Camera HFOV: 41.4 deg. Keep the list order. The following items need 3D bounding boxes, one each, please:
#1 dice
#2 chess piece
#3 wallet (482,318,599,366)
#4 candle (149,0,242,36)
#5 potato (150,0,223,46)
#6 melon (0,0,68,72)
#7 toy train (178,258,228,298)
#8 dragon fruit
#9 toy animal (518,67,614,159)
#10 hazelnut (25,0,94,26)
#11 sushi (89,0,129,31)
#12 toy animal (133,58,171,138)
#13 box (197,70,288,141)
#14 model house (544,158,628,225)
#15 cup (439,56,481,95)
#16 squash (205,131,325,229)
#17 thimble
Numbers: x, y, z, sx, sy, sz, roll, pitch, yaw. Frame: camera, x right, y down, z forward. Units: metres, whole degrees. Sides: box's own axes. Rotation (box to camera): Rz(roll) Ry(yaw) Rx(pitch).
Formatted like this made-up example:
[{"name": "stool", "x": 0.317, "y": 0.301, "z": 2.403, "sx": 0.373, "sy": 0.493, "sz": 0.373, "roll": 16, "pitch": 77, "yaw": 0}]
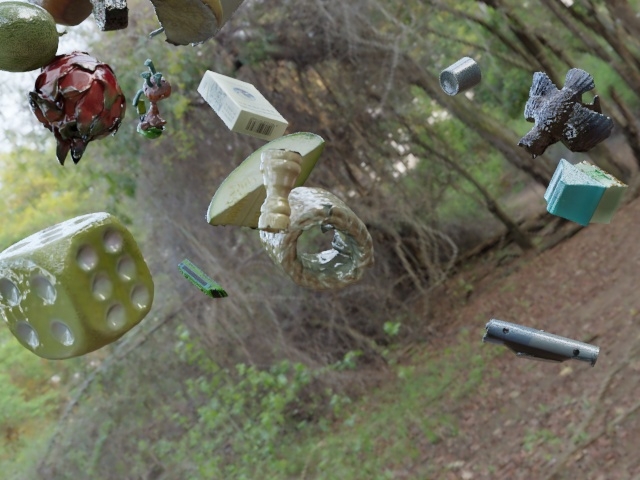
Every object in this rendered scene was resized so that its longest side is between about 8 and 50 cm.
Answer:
[{"name": "dice", "x": -0.506, "y": 0.092, "z": 1.739, "sx": 0.233, "sy": 0.238, "sz": 0.227, "roll": -12, "pitch": 19, "yaw": 32}, {"name": "chess piece", "x": -0.064, "y": -0.073, "z": 1.287, "sx": 0.066, "sy": 0.122, "sz": 0.066, "roll": 5, "pitch": -11, "yaw": 1}, {"name": "wallet", "x": 0.453, "y": 0.218, "z": 1.755, "sx": 0.170, "sy": 0.231, "sz": 0.069, "roll": 37, "pitch": -113, "yaw": -76}, {"name": "candle", "x": -0.287, "y": -0.657, "z": 2.133, "sx": 0.342, "sy": 0.221, "sz": 0.221, "roll": -41, "pitch": -5, "yaw": 31}, {"name": "potato", "x": -0.255, "y": -0.468, "z": 1.596, "sx": 0.243, "sy": 0.138, "sz": 0.098, "roll": 67, "pitch": -148, "yaw": -69}, {"name": "melon", "x": -0.594, "y": -0.400, "z": 1.666, "sx": 0.192, "sy": 0.139, "sz": 0.139, "roll": -11, "pitch": -17, "yaw": -25}, {"name": "toy train", "x": -0.344, "y": 0.122, "z": 2.466, "sx": 0.042, "sy": 0.209, "sz": 0.044, "roll": -42, "pitch": -45, "yaw": -15}, {"name": "dragon fruit", "x": -0.513, "y": -0.289, "z": 1.801, "sx": 0.193, "sy": 0.274, "sz": 0.192, "roll": -16, "pitch": -35, "yaw": -7}, {"name": "toy animal", "x": 0.481, "y": -0.257, "z": 1.738, "sx": 0.179, "sy": 0.218, "sz": 0.116, "roll": -41, "pitch": -33, "yaw": -2}, {"name": "hazelnut", "x": -0.655, "y": -0.659, "z": 2.169, "sx": 0.186, "sy": 0.210, "sz": 0.210, "roll": -24, "pitch": -13, "yaw": -38}, {"name": "sushi", "x": -0.517, "y": -0.574, "z": 2.075, "sx": 0.078, "sy": 0.150, "sz": 0.090, "roll": -6, "pitch": -35, "yaw": -26}, {"name": "toy animal", "x": -0.444, "y": -0.368, "z": 2.203, "sx": 0.100, "sy": 0.103, "sz": 0.208, "roll": -54, "pitch": -16, "yaw": -41}, {"name": "box", "x": -0.220, "y": -0.376, "z": 2.383, "sx": 0.164, "sy": 0.256, "sz": 0.069, "roll": 11, "pitch": -63, "yaw": -38}, {"name": "model house", "x": 0.551, "y": -0.102, "z": 1.806, "sx": 0.149, "sy": 0.127, "sz": 0.100, "roll": -5, "pitch": -55, "yaw": -37}, {"name": "cup", "x": 0.340, "y": -0.402, "z": 2.115, "sx": 0.077, "sy": 0.078, "sz": 0.100, "roll": -30, "pitch": 0, "yaw": -27}, {"name": "squash", "x": -0.146, "y": -0.166, "z": 2.052, "sx": 0.203, "sy": 0.111, "sz": 0.288, "roll": 5, "pitch": -50, "yaw": -34}, {"name": "thimble", "x": -0.007, "y": 0.002, "z": 1.797, "sx": 0.196, "sy": 0.229, "sz": 0.148, "roll": -45, "pitch": 32, "yaw": 2}]
